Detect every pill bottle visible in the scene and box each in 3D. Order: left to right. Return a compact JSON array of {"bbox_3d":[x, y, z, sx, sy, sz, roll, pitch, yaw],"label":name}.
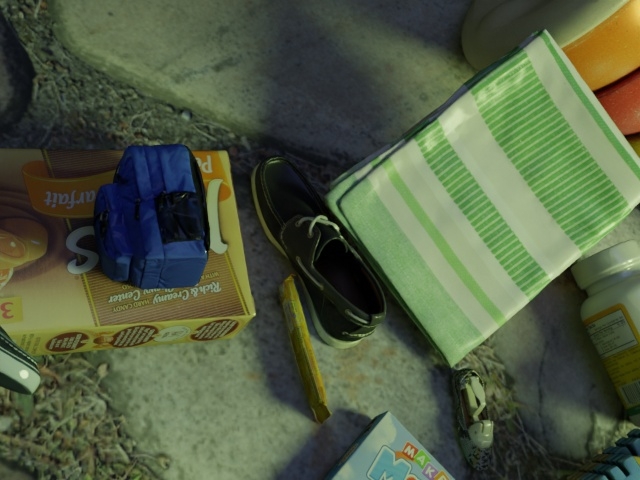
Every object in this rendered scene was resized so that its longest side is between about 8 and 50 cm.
[{"bbox_3d":[0.390,0.110,1.053,0.117,0.117,0.208,-14,73,-30],"label":"pill bottle"}]

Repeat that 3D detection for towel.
[{"bbox_3d":[0.197,-0.054,0.979,0.325,0.038,0.248,-39,95,-8],"label":"towel"}]

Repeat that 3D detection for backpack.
[{"bbox_3d":[-0.151,-0.027,0.772,0.101,0.098,0.120,-1,69,-22],"label":"backpack"}]

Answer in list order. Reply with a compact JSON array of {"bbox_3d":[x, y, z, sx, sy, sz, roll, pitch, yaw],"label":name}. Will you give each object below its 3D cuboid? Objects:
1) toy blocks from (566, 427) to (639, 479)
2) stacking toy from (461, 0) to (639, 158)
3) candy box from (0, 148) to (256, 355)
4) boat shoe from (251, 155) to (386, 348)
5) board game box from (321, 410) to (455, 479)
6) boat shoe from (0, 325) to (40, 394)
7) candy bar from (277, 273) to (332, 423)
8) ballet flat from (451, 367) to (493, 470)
[{"bbox_3d":[0.369,0.312,0.890,0.381,0.191,0.261,-33,81,-8],"label":"toy blocks"},{"bbox_3d":[0.460,-0.228,1.186,0.480,0.350,0.350,42,54,-22],"label":"stacking toy"},{"bbox_3d":[-0.234,0.010,0.827,0.316,0.087,0.183,-2,68,-26],"label":"candy box"},{"bbox_3d":[0.000,0.000,0.950,0.084,0.079,0.233,-20,74,-29],"label":"boat shoe"},{"bbox_3d":[0.055,0.298,0.852,0.160,0.039,0.211,46,56,2],"label":"board game box"},{"bbox_3d":[-0.289,0.045,0.696,0.183,0.065,0.083,35,61,-6],"label":"boat shoe"},{"bbox_3d":[-0.018,0.111,0.909,0.018,0.040,0.161,-9,69,-19],"label":"candy bar"},{"bbox_3d":[0.171,0.195,0.956,0.041,0.041,0.114,1,66,-24],"label":"ballet flat"}]
